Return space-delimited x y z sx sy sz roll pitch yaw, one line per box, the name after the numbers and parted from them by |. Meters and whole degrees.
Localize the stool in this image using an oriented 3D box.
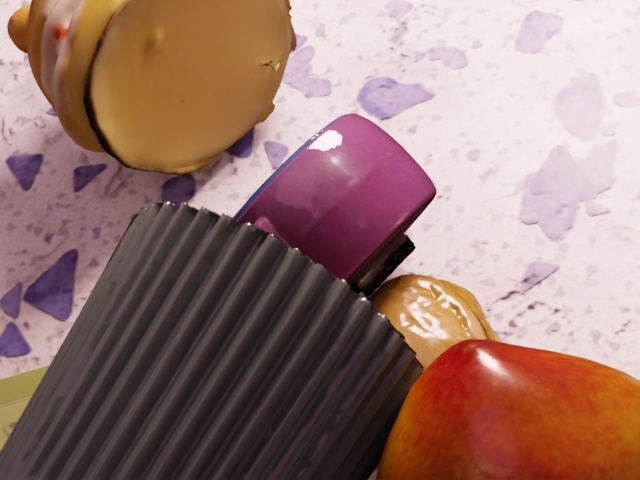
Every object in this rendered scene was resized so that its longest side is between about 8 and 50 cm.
-0.115 0.185 1.589 0.297 0.297 0.330 19 64 29 | stool

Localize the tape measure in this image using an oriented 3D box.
0.000 0.000 1.845 0.231 0.245 0.149 -43 85 -11 | tape measure

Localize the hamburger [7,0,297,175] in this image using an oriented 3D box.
-0.188 -0.224 2.054 0.276 0.276 0.237 -42 43 -13 | hamburger

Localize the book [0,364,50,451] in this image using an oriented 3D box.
-0.299 0.198 1.798 0.352 0.035 0.239 -16 24 -18 | book

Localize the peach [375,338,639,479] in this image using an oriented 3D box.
0.182 0.233 1.556 0.289 0.308 0.289 -8 52 11 | peach

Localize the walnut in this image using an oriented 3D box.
0.101 0.113 1.775 0.144 0.144 0.180 -31 53 -4 | walnut
